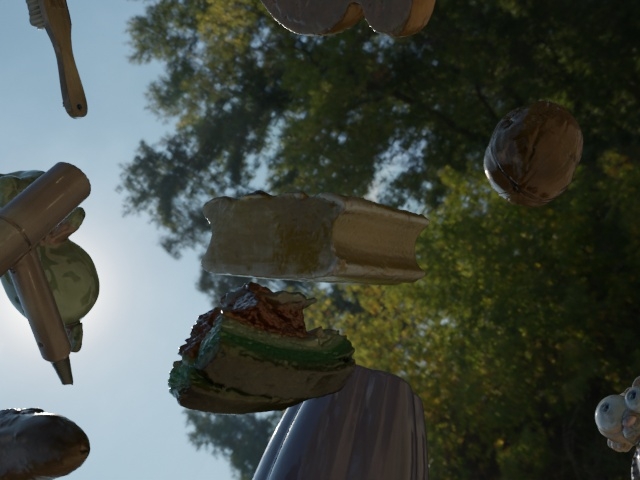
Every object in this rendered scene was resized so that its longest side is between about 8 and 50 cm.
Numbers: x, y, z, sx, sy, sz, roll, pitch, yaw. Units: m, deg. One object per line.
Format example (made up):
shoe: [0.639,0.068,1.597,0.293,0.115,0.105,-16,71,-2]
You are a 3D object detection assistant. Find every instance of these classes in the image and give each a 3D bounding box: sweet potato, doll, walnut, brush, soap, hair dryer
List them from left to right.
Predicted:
sweet potato: [-0.335,0.222,0.714,0.341,0.092,0.114,-20,9,22]
doll: [-0.368,0.017,0.961,0.113,0.155,0.275,-57,-41,-55]
brush: [-0.528,-0.397,1.420,0.070,0.065,0.327,-17,-87,-67]
hair dryer: [-0.297,0.054,0.802,0.195,0.054,0.220,-57,-41,-40]
soap: [0.000,0.000,1.282,0.335,0.293,0.156,10,-96,-59]
walnut: [0.373,-0.154,1.258,0.207,0.167,0.167,-58,-16,-35]
doll: [0.613,0.372,1.326,0.154,0.119,0.278,-51,19,19]

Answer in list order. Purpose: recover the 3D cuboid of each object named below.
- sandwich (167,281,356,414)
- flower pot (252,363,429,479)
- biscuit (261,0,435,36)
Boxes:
sandwich: [-0.066,0.100,0.749,0.185,0.160,0.109,14,-51,-38]
flower pot: [0.036,0.322,1.055,0.265,0.265,0.243,89,-168,-58]
biscuit: [0.037,-0.343,0.760,0.052,0.275,0.355,-25,9,-36]
